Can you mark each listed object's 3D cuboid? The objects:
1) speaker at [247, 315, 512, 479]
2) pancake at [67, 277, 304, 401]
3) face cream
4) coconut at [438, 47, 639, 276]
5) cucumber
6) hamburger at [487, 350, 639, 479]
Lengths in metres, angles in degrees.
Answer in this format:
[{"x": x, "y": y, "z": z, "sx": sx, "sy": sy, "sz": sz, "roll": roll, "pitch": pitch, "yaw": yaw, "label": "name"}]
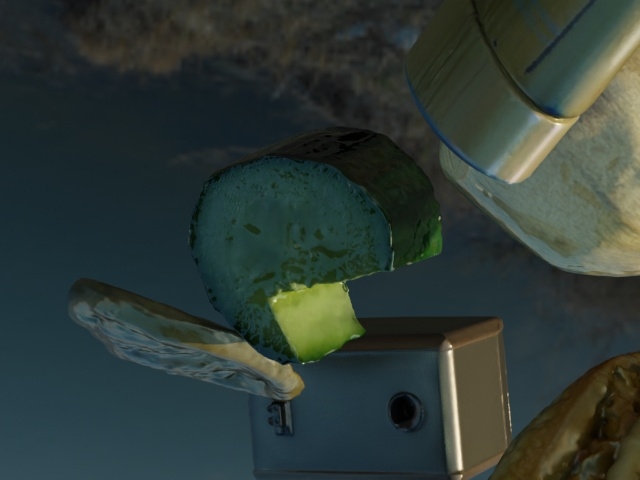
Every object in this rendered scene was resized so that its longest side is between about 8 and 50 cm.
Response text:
[{"x": 0.064, "y": 0.162, "z": 1.618, "sx": 0.231, "sy": 0.153, "sz": 0.192, "roll": -4, "pitch": -178, "yaw": 28, "label": "speaker"}, {"x": -0.125, "y": 0.101, "z": 1.432, "sx": 0.242, "sy": 0.050, "sz": 0.242, "roll": 21, "pitch": 169, "yaw": 4, "label": "pancake"}, {"x": 0.133, "y": -0.147, "z": 0.727, "sx": 0.067, "sy": 0.139, "sz": 0.285, "roll": 20, "pitch": 129, "yaw": -22, "label": "face cream"}, {"x": 0.178, "y": -0.086, "z": 1.044, "sx": 0.224, "sy": 0.224, "sz": 0.224, "roll": 4, "pitch": 155, "yaw": 2, "label": "coconut"}, {"x": -0.004, "y": -0.010, "z": 1.317, "sx": 0.191, "sy": 0.191, "sz": 0.130, "roll": -12, "pitch": -168, "yaw": 31, "label": "cucumber"}, {"x": 0.214, "y": 0.203, "z": 0.896, "sx": 0.158, "sy": 0.318, "sz": 0.318, "roll": 9, "pitch": 164, "yaw": 43, "label": "hamburger"}]
